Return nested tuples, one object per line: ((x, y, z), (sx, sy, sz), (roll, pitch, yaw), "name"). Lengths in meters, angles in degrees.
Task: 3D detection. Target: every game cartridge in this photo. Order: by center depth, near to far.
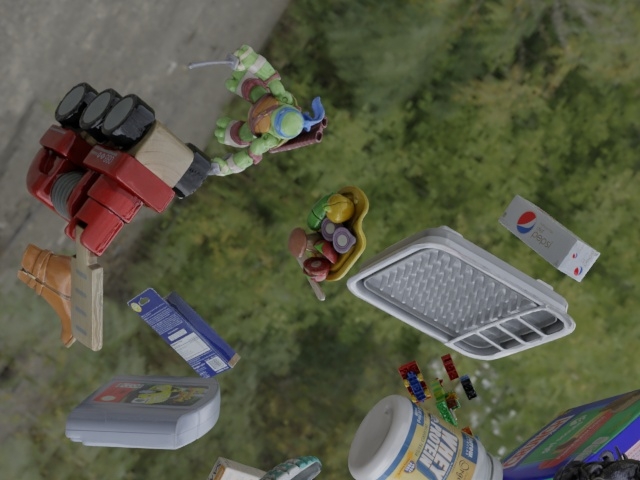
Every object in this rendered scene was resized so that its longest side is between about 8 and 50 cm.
((-0.260, 0.263, 1.807), (0.294, 0.196, 0.060), (-47, 143, -82), "game cartridge")

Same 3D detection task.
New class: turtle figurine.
((-0.146, -0.215, 1.894), (0.275, 0.197, 0.266), (-20, -167, -10), "turtle figurine")

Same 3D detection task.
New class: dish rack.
((0.242, 0.086, 1.979), (0.285, 0.333, 0.072), (-30, -143, 54), "dish rack")

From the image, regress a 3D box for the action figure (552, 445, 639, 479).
((0.331, 0.335, 1.366), (0.164, 0.140, 0.276), (-6, -171, 37), "action figure")

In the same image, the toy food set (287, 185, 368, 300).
((0.000, 0.000, 1.917), (0.218, 0.071, 0.128), (-55, -136, 38), "toy food set")

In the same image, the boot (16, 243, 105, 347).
((-0.495, 0.099, 2.142), (0.073, 0.152, 0.197), (-72, -174, -59), "boot")

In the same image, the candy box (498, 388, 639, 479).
((0.416, 0.353, 1.809), (0.268, 0.122, 0.317), (-31, 177, -30), "candy box")

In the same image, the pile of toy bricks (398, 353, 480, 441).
((0.205, 0.271, 1.935), (0.118, 0.212, 0.105), (-23, -160, 5), "pile of toy bricks")

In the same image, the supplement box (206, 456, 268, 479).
((-0.110, 0.349, 1.615), (0.062, 0.098, 0.036), (-62, -152, 6), "supplement box")

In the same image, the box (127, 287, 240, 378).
((-0.272, 0.177, 2.282), (0.036, 0.225, 0.136), (-51, -168, -32), "box")

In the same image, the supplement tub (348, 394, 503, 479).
((0.158, 0.336, 1.736), (0.144, 0.200, 0.144), (-53, -164, 22), "supplement tub")

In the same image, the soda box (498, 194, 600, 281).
((0.438, -0.007, 2.226), (0.069, 0.074, 0.216), (-57, -145, 9), "soda box")

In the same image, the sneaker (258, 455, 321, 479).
((-0.058, 0.318, 1.336), (0.166, 0.076, 0.065), (-39, -174, -11), "sneaker")

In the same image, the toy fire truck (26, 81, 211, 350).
((-0.255, -0.028, 1.296), (0.246, 0.158, 0.217), (-55, -146, -10), "toy fire truck")
